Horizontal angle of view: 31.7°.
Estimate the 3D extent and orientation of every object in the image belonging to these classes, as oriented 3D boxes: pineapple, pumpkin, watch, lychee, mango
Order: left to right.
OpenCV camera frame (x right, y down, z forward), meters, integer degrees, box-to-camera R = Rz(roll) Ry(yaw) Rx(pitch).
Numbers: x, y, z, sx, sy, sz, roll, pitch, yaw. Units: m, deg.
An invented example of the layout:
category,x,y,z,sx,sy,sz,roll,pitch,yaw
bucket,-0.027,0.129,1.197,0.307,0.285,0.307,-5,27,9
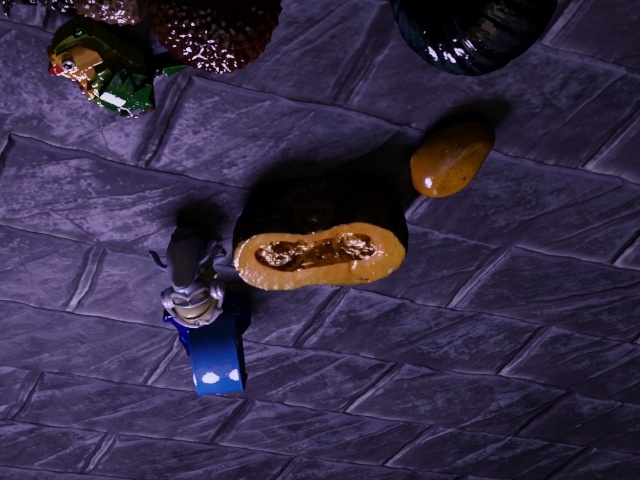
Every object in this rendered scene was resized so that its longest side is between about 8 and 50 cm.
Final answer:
category,x,y,z,sx,sy,sz,roll,pitch,yaw
pineapple,-0.352,-0.352,1.534,0.237,0.111,0.119,7,112,-2
lychee,-0.150,-0.316,1.555,0.188,0.188,0.188,-4,145,-3
watch,-0.214,0.219,2.275,0.171,0.200,0.196,-14,141,6
pumpkin,0.000,0.000,2.044,0.317,0.139,0.221,-8,142,2
mango,0.219,-0.140,1.919,0.115,0.089,0.165,12,139,-25
pumpkin,0.180,-0.344,1.472,0.248,0.248,0.248,-4,145,-3

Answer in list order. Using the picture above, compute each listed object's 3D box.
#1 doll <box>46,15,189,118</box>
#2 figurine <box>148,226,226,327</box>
category,x,y,z,sx,sy,sz,roll,pitch,yaw
doll,-0.308,-0.260,1.661,0.186,0.106,0.134,21,131,-32
figurine,-0.234,0.064,2.083,0.128,0.183,0.208,-11,-173,9
